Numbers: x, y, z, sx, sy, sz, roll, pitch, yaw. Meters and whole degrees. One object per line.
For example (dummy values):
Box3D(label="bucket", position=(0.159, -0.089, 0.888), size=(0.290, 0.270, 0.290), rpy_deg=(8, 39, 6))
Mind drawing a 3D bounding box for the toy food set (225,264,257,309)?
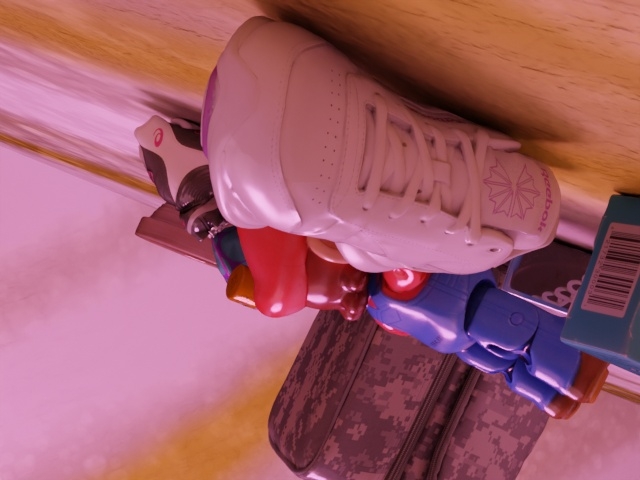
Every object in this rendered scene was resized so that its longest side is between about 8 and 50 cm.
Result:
Box3D(label="toy food set", position=(0.008, 0.006, 1.255), size=(0.104, 0.111, 0.232), rpy_deg=(23, 144, -24))

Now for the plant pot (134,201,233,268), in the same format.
Box3D(label="plant pot", position=(-0.147, -0.015, 1.886), size=(0.237, 0.110, 0.237), rpy_deg=(21, 177, 1))

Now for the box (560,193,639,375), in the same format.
Box3D(label="box", position=(0.273, 0.061, 0.820), size=(0.244, 0.100, 0.060), rpy_deg=(23, 175, -30))

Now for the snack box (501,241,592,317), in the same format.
Box3D(label="snack box", position=(0.330, 0.084, 1.113), size=(0.322, 0.060, 0.187), rpy_deg=(20, 176, 19))

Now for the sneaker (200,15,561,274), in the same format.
Box3D(label="sneaker", position=(0.045, -0.048, 0.695), size=(0.152, 0.114, 0.305), rpy_deg=(4, 173, 26))

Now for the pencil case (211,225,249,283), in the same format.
Box3D(label="pencil case", position=(-0.041, 0.001, 1.373), size=(0.151, 0.070, 0.064), rpy_deg=(-19, 152, -10))

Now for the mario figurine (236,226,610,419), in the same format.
Box3D(label="mario figurine", position=(0.085, 0.007, 0.995), size=(0.320, 0.198, 0.170), rpy_deg=(26, -144, 1))

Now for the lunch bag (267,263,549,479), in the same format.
Box3D(label="lunch bag", position=(0.125, 0.146, 1.334), size=(0.256, 0.305, 0.212), rpy_deg=(26, 177, -16))

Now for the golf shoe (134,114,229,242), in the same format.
Box3D(label="golf shoe", position=(-0.116, -0.072, 1.267), size=(0.120, 0.105, 0.273), rpy_deg=(47, 178, -1))
